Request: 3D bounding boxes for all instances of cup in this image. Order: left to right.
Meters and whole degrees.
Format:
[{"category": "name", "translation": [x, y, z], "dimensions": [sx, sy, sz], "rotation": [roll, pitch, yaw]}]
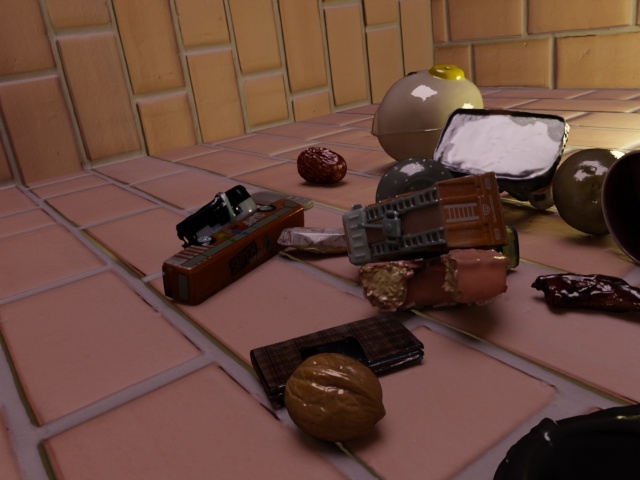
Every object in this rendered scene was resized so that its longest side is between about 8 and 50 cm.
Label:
[{"category": "cup", "translation": [0.678, -0.064, 0.951], "dimensions": [0.273, 0.209, 0.288], "rotation": [-13, 19, -17]}]

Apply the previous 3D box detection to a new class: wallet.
[{"category": "wallet", "translation": [0.022, 0.163, 0.815], "dimensions": [0.230, 0.042, 0.124], "rotation": [-10, 18, -17]}]

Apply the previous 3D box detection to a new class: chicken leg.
[{"category": "chicken leg", "translation": [0.430, 0.086, 0.865], "dimensions": [0.219, 0.048, 0.089], "rotation": [10, 29, 39]}]

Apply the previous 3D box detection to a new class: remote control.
[{"category": "remote control", "translation": [-0.118, -0.116, 1.654], "dimensions": [0.077, 0.022, 0.244], "rotation": [-22, 25, -39]}]

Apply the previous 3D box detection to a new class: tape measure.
[{"category": "tape measure", "translation": [-0.239, -0.052, 1.354], "dimensions": [0.181, 0.107, 0.182], "rotation": [-32, 5, 4]}]

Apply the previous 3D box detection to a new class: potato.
[{"category": "potato", "translation": [0.571, -0.101, 1.147], "dimensions": [0.235, 0.178, 0.160], "rotation": [-8, -2, -25]}]

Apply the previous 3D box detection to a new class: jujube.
[{"category": "jujube", "translation": [0.006, -0.236, 1.800], "dimensions": [0.176, 0.112, 0.109], "rotation": [12, 61, 39]}]

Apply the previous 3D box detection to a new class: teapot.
[{"category": "teapot", "translation": [0.208, -0.097, 1.296], "dimensions": [0.183, 0.184, 0.251], "rotation": [-8, 7, 0]}]

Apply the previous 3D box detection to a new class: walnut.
[{"category": "walnut", "translation": [0.018, 0.187, 0.675], "dimensions": [0.124, 0.105, 0.105], "rotation": [17, 28, 20]}]

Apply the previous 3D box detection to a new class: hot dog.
[{"category": "hot dog", "translation": [0.000, 0.000, 1.245], "dimensions": [0.191, 0.053, 0.099], "rotation": [-1, 9, 1]}]

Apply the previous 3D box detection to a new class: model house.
[{"category": "model house", "translation": [0.441, -0.157, 1.344], "dimensions": [0.271, 0.190, 0.301], "rotation": [12, -17, 32]}]

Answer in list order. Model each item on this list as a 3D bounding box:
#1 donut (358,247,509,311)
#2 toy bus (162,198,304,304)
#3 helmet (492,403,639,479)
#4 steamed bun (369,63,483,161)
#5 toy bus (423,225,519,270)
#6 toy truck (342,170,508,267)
[{"category": "donut", "translation": [0.187, 0.066, 0.896], "dimensions": [0.232, 0.085, 0.199], "rotation": [-11, -9, 43]}, {"category": "toy bus", "translation": [-0.170, 0.011, 1.231], "dimensions": [0.092, 0.093, 0.408], "rotation": [14, 29, 29]}, {"category": "helmet", "translation": [0.241, 0.232, 0.378], "dimensions": [0.230, 0.161, 0.278], "rotation": [9, 12, 44]}, {"category": "steamed bun", "translation": [0.349, -0.391, 1.816], "dimensions": [0.333, 0.334, 0.373], "rotation": [10, 21, 40]}, {"category": "toy bus", "translation": [0.277, 0.011, 1.072], "dimensions": [0.101, 0.088, 0.175], "rotation": [-22, 22, -30]}, {"category": "toy truck", "translation": [0.160, -0.024, 0.999], "dimensions": [0.162, 0.136, 0.305], "rotation": [-7, -5, -33]}]
